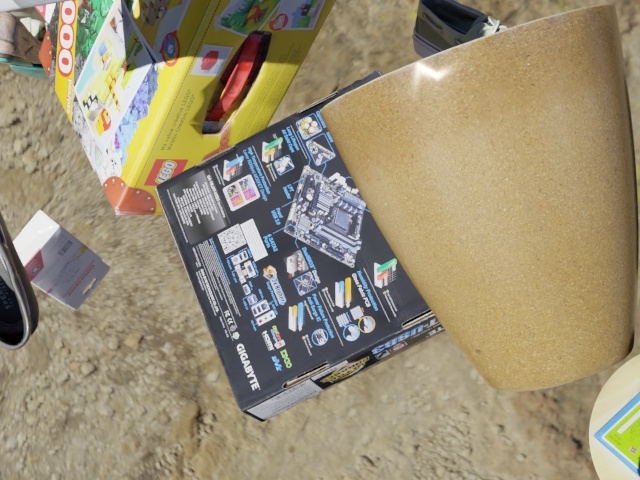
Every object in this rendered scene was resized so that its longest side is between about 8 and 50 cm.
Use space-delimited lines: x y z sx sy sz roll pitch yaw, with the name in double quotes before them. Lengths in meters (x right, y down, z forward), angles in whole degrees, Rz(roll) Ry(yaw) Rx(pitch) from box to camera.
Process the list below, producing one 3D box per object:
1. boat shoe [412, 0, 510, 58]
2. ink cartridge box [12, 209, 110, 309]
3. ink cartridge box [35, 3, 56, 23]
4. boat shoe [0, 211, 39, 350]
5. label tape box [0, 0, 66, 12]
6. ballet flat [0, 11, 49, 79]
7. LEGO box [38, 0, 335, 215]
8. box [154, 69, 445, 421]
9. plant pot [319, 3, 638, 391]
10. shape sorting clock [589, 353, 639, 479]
"boat shoe" 0.259 -0.311 1.411 0.109 0.302 0.094 -38 139 -25
"ink cartridge box" -0.493 0.042 1.656 0.067 0.198 0.115 33 78 29
"ink cartridge box" -0.485 -0.480 1.706 0.099 0.056 0.135 48 116 19
"boat shoe" -0.483 0.003 1.213 0.112 0.095 0.335 -28 112 -14
"label tape box" -0.333 -0.333 0.833 0.106 0.333 0.241 47 49 -53
"ballet flat" -0.554 -0.372 1.666 0.107 0.316 0.106 6 93 -4
"LEGO box" -0.198 -0.341 1.267 0.193 0.500 0.372 -4 49 -40
"box" 0.000 0.000 0.958 0.293 0.073 0.296 -27 64 3
"plant pot" 0.151 -0.021 0.696 0.237 0.237 0.254 -20 94 -19
"shape sorting clock" 0.361 0.187 0.829 0.206 0.206 0.040 -47 136 -14
